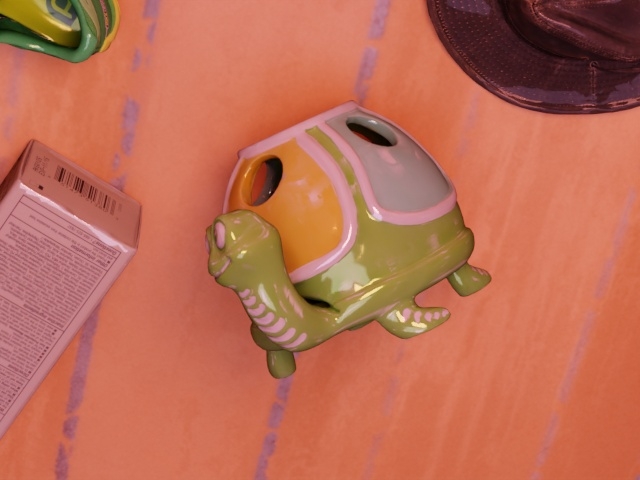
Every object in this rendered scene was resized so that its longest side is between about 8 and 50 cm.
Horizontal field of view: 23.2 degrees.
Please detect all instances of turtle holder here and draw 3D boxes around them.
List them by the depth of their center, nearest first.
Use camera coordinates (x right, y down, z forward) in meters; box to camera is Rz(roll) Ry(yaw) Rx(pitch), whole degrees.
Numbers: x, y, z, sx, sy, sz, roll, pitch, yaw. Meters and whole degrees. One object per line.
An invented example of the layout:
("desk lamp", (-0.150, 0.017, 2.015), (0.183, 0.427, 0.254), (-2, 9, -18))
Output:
("turtle holder", (-0.005, 0.000, 1.535), (0.320, 0.243, 0.227), (-26, 95, -31))

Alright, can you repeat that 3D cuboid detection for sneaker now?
("sneaker", (-0.326, -0.263, 1.480), (0.295, 0.123, 0.109), (26, 112, -13))

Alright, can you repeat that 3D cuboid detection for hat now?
("hat", (0.272, -0.245, 1.517), (0.331, 0.134, 0.331), (-1, 116, -3))

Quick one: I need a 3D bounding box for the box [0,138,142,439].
("box", (-0.330, 0.067, 1.635), (0.148, 0.121, 0.311), (33, 109, -17))
